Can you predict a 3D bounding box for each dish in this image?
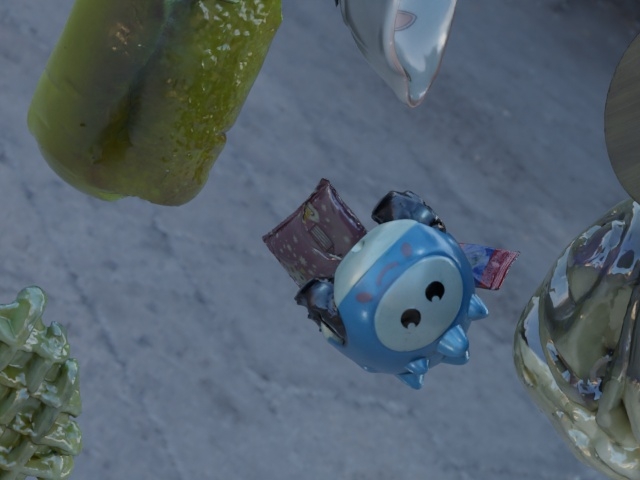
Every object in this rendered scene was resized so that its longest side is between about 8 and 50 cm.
[{"bbox_3d":[0.064,-0.235,1.241,0.081,0.229,0.229,10,16,16],"label":"dish"}]

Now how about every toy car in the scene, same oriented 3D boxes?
[{"bbox_3d":[0.099,0.073,1.635,0.190,0.188,0.255,41,-8,15],"label":"toy car"}]

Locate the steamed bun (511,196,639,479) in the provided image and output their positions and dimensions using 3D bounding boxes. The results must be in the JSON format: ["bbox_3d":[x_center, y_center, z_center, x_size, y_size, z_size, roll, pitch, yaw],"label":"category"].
[{"bbox_3d":[0.350,0.088,1.478,0.247,0.339,0.352,27,0,-30],"label":"steamed bun"}]

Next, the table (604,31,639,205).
[{"bbox_3d":[0.362,-0.091,1.117,0.227,0.167,0.167,3,38,-40],"label":"table"}]

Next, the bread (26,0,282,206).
[{"bbox_3d":[-0.198,-0.216,1.743,0.251,0.376,0.208,18,24,-28],"label":"bread"}]

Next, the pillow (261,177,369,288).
[{"bbox_3d":[0.000,0.000,1.806,0.118,0.185,0.043,51,52,0],"label":"pillow"}]

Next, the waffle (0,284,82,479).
[{"bbox_3d":[-0.380,0.183,1.408,0.292,0.309,0.056,-17,43,-18],"label":"waffle"}]

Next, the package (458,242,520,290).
[{"bbox_3d":[0.175,0.029,1.985,0.200,0.022,0.083,8,45,28],"label":"package"}]
